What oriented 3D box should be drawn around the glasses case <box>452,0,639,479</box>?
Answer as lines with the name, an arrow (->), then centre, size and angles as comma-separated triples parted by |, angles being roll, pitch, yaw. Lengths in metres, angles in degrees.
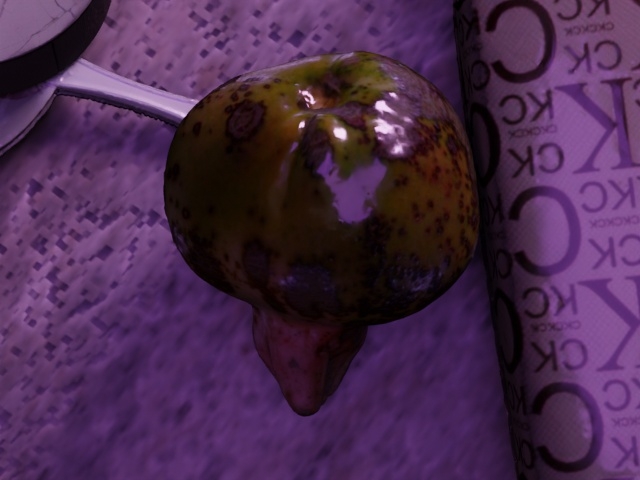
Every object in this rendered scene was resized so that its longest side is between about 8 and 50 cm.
glasses case -> 0.143, 0.017, 0.505 | 0.137, 0.085, 0.355 | -8, 87, 0

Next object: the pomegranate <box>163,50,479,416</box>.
pomegranate -> -0.002, -0.002, 0.489 | 0.138, 0.125, 0.163 | 10, 90, 12

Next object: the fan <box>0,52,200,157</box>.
fan -> -0.146, -0.087, 0.543 | 0.226, 0.008, 0.153 | 19, 75, -3

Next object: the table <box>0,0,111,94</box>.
table -> -0.162, -0.135, 0.524 | 0.133, 0.043, 0.134 | 2, 76, -7
